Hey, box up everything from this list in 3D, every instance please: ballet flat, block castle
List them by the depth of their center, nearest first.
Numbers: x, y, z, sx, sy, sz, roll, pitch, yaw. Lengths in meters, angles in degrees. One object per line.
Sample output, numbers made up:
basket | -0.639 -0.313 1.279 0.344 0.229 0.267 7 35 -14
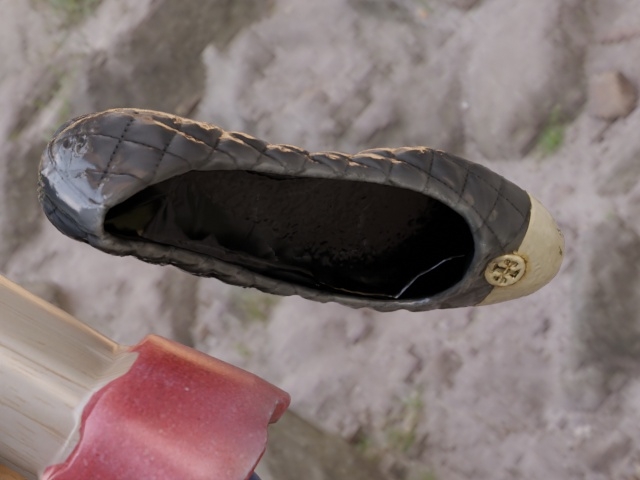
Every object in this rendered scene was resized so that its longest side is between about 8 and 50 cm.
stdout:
ballet flat | 0.000 0.000 0.459 0.057 0.173 0.049 -67 31 26
block castle | -0.179 0.246 0.545 0.453 0.213 0.303 -60 -1 -23
